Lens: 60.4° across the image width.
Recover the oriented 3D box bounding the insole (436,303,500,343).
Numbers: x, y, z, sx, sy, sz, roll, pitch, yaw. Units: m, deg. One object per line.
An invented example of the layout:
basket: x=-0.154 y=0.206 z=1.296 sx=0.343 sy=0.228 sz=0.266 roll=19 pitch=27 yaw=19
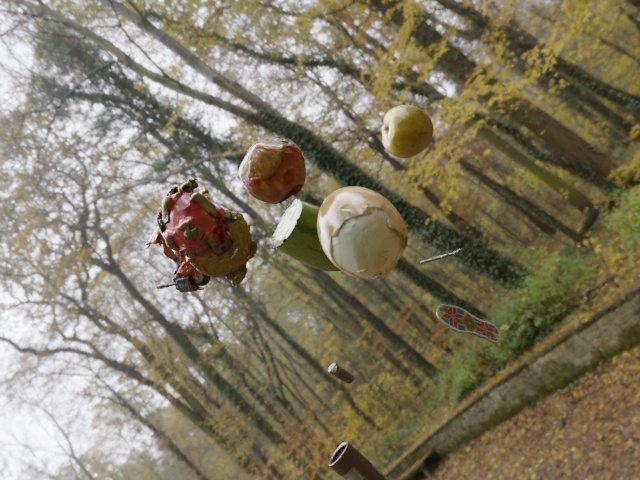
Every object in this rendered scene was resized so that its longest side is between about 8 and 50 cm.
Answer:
insole: x=0.334 y=0.187 z=1.232 sx=0.006 sy=0.194 sz=0.065 roll=-42 pitch=34 yaw=45

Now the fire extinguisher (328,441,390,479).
fire extinguisher: x=0.119 y=0.580 z=1.296 sx=0.071 sy=0.231 sz=0.099 roll=-49 pitch=3 yaw=-42

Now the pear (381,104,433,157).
pear: x=0.347 y=-0.431 z=2.180 sx=0.209 sy=0.209 sz=0.209 roll=-44 pitch=-16 yaw=-15

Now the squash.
squash: x=0.000 y=0.000 z=1.745 sx=0.189 sy=0.261 sz=0.189 roll=-50 pitch=25 yaw=33

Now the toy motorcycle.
toy motorcycle: x=-0.566 y=0.059 z=2.169 sx=0.222 sy=0.325 sz=0.147 roll=-10 pitch=18 yaw=10

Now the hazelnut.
hazelnut: x=-0.113 y=-0.186 z=1.418 sx=0.182 sy=0.182 sz=0.182 roll=-44 pitch=-16 yaw=-15

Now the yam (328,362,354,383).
yam: x=0.072 y=0.467 z=1.926 sx=0.043 sy=0.094 sz=0.043 roll=-40 pitch=26 yaw=24

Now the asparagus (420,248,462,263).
asparagus: x=0.421 y=0.058 z=1.913 sx=0.163 sy=0.016 sz=0.016 roll=-20 pitch=-35 yaw=35

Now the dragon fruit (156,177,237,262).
dragon fruit: x=-0.289 y=-0.048 z=1.270 sx=0.167 sy=0.160 sz=0.172 roll=-32 pitch=-57 yaw=-7

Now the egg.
egg: x=0.091 y=-0.028 z=1.322 sx=0.201 sy=0.244 sz=0.201 roll=-19 pitch=-42 yaw=-18

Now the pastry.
pastry: x=-0.336 y=0.007 z=1.834 sx=0.132 sy=0.235 sz=0.240 roll=-1 pitch=64 yaw=66
